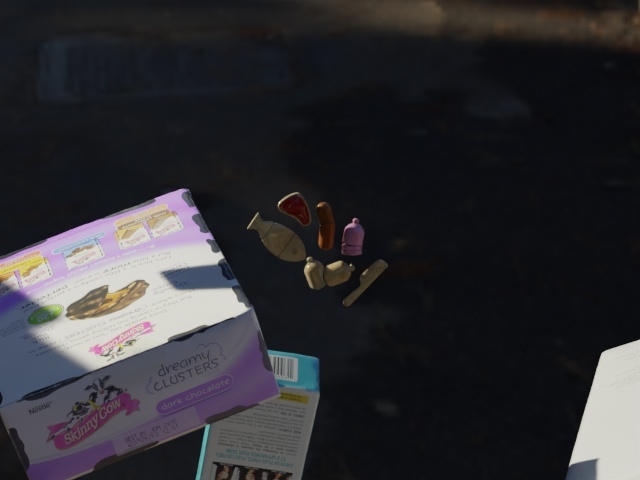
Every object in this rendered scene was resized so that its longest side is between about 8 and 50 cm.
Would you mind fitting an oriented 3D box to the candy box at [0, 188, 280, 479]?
[{"bbox_3d":[-0.132,0.058,1.154,0.164,0.070,0.196,-20,29,-7],"label":"candy box"}]

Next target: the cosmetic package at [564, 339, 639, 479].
[{"bbox_3d":[0.287,0.198,1.264,0.156,0.217,0.385,-20,4,18],"label":"cosmetic package"}]

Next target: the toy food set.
[{"bbox_3d":[0.000,0.000,1.664,0.078,0.122,0.019,-46,9,5],"label":"toy food set"}]

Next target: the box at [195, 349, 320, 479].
[{"bbox_3d":[-0.069,0.222,1.764,0.100,0.244,0.060,9,31,-5],"label":"box"}]
